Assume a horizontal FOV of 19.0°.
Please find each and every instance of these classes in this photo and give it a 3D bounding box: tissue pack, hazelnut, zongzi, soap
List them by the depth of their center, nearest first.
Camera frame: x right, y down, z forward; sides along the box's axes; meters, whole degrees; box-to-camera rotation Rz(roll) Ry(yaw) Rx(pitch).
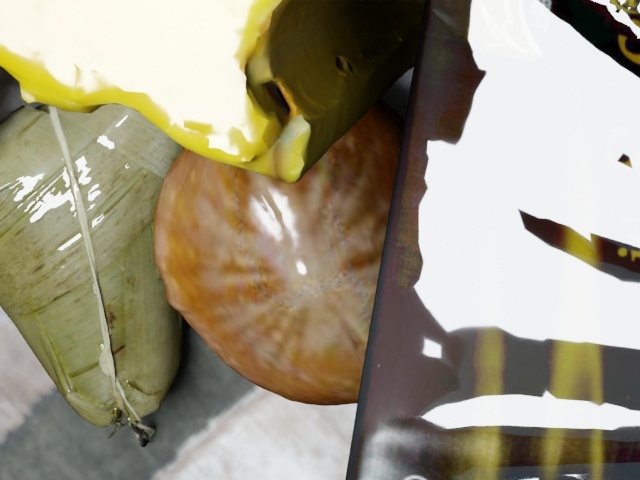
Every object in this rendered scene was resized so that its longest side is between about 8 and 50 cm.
[{"bbox_3d":[-0.057,-0.125,0.748,0.204,0.324,0.096,22,107,7],"label":"soap"},{"bbox_3d":[0.134,0.044,0.775,0.198,0.210,0.370,13,101,22],"label":"tissue pack"},{"bbox_3d":[0.000,0.000,0.864,0.150,0.150,0.150,5,108,15],"label":"hazelnut"},{"bbox_3d":[-0.071,-0.001,0.932,0.178,0.081,0.189,-30,106,5],"label":"zongzi"}]
